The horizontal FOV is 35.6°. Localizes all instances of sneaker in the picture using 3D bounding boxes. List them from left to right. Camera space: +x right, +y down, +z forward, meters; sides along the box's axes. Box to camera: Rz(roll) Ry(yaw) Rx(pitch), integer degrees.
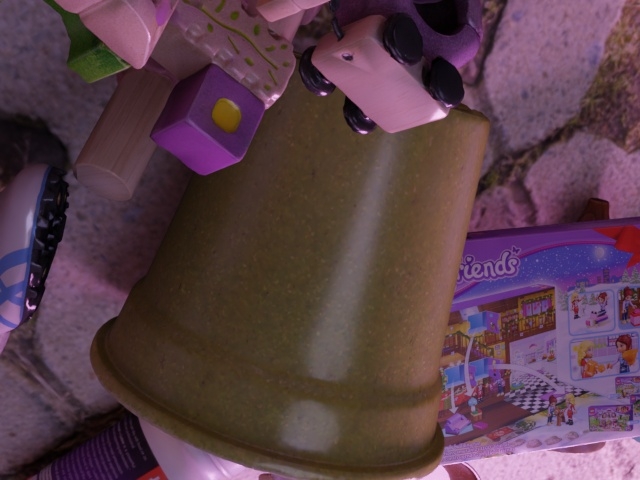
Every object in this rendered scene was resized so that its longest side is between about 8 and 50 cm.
[{"bbox_3d":[-0.233,0.022,0.676,0.086,0.085,0.237,24,140,-19],"label":"sneaker"}]

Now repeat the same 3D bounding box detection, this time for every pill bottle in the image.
[{"bbox_3d":[-0.158,0.209,0.863,0.193,0.108,0.108,-32,128,-4],"label":"pill bottle"}]

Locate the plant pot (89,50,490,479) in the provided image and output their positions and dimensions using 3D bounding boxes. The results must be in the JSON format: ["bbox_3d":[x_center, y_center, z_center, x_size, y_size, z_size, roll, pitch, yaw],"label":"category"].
[{"bbox_3d":[0.000,0.000,0.731,0.276,0.276,0.253,12,104,-31],"label":"plant pot"}]

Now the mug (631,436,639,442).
[{"bbox_3d":[0.359,0.154,1.075,0.097,0.158,0.129,46,70,-41],"label":"mug"}]

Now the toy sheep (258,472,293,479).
[{"bbox_3d":[-0.017,0.191,0.935,0.091,0.091,0.132,-19,145,-13],"label":"toy sheep"}]

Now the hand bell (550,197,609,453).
[{"bbox_3d":[0.251,0.075,0.996,0.126,0.126,0.242,3,105,-27],"label":"hand bell"}]

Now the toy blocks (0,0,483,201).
[{"bbox_3d":[-0.082,-0.213,0.543,0.288,0.309,0.260,40,59,-31],"label":"toy blocks"}]

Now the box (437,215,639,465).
[{"bbox_3d":[0.191,0.089,0.912,0.293,0.057,0.200,-5,97,-13],"label":"box"}]

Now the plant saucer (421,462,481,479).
[{"bbox_3d":[0.082,0.299,1.080,0.199,0.036,0.198,-12,124,-19],"label":"plant saucer"}]
